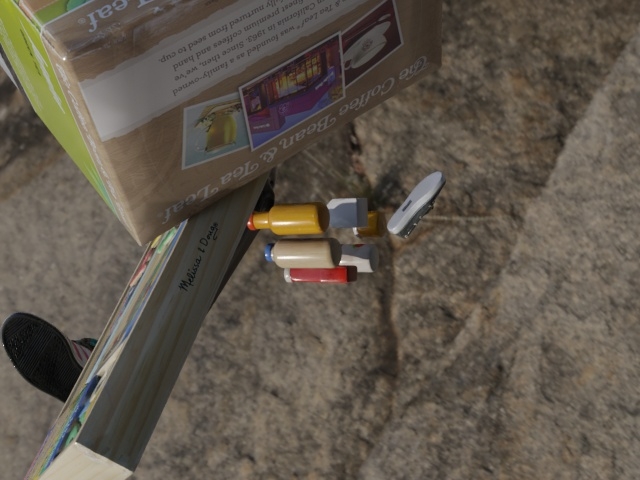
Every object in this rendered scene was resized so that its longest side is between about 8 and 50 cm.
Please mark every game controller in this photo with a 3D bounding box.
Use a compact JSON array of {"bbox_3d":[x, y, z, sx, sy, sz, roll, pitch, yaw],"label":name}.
[{"bbox_3d":[-0.160,0.006,1.504,0.319,0.067,0.166,-55,19,29],"label":"game controller"}]

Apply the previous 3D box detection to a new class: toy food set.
[{"bbox_3d":[0.000,0.000,1.249,0.104,0.232,0.111,-1,92,25],"label":"toy food set"}]

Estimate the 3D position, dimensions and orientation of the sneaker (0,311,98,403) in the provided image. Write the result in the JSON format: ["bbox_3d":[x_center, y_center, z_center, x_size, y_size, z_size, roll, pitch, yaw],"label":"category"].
[{"bbox_3d":[-0.493,0.223,1.783,0.124,0.295,0.178,-45,25,-8],"label":"sneaker"}]

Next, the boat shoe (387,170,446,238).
[{"bbox_3d":[0.178,-0.063,1.668,0.142,0.040,0.049,-48,28,16],"label":"boat shoe"}]

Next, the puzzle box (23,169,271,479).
[{"bbox_3d":[-0.154,0.058,0.881,0.272,0.052,0.409,-45,20,51],"label":"puzzle box"}]

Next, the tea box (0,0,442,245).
[{"bbox_3d":[-0.116,-0.233,0.804,0.329,0.220,0.323,-33,58,-17],"label":"tea box"}]
